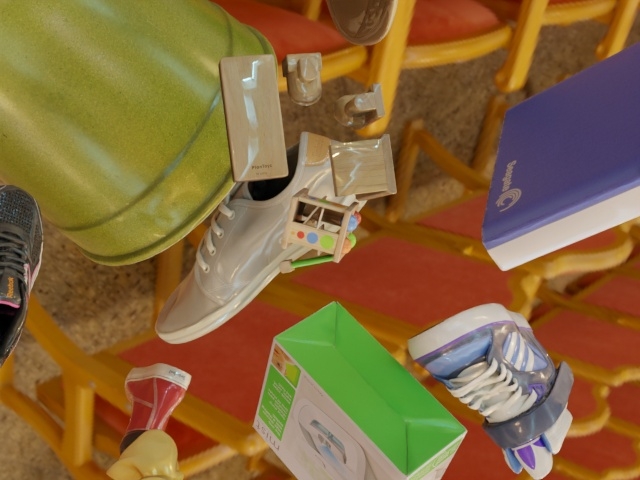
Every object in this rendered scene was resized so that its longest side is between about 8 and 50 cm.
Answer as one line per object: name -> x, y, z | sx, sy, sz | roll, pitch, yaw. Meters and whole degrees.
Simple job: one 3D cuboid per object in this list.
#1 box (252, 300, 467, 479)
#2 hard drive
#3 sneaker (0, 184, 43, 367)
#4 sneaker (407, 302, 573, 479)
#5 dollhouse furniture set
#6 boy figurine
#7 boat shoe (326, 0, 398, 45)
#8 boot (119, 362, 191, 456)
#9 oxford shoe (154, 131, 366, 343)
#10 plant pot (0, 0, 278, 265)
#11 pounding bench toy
box -> 0.044, 0.261, 1.234 | 0.127, 0.262, 0.231 | -27, 149, -35
hard drive -> 0.275, -0.107, 0.652 | 0.040, 0.319, 0.210 | 50, 35, -21
sneaker -> -0.264, 0.039, 0.738 | 0.072, 0.077, 0.178 | 14, 73, -33
sneaker -> 0.262, 0.223, 1.253 | 0.130, 0.236, 0.323 | -32, 159, 26
dollhouse furniture set -> -0.022, -0.106, 0.883 | 0.151, 0.123, 0.144 | -7, 91, -12
boy figurine -> -0.175, 0.335, 1.007 | 0.092, 0.285, 0.177 | -43, 141, 9
boat shoe -> 0.073, -0.459, 1.281 | 0.110, 0.122, 0.341 | -40, 133, -56
boot -> -0.310, 0.312, 1.518 | 0.088, 0.244, 0.176 | 26, 68, -16
oxford shoe -> -0.111, -0.006, 1.280 | 0.130, 0.169, 0.449 | 36, 123, -23
plant pot -> -0.302, -0.212, 1.035 | 0.353, 0.366, 0.366 | 38, 85, -41
pounding bench toy -> 0.000, 0.000, 0.858 | 0.052, 0.065, 0.083 | -46, 152, -73
